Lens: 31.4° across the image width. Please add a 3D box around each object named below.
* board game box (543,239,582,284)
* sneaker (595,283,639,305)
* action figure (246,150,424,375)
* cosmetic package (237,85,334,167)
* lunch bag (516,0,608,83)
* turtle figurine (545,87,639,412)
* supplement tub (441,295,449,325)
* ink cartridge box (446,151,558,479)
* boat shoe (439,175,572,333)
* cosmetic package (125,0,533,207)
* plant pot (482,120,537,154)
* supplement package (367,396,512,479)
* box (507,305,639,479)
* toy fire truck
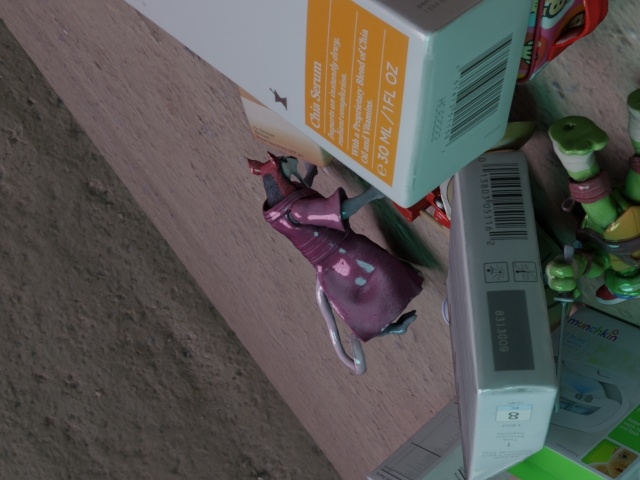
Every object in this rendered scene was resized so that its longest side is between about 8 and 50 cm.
[{"bbox_3d":[0.321,0.010,1.407,0.020,0.090,0.090,50,161,11],"label":"board game box"},{"bbox_3d":[0.373,0.043,1.421,0.067,0.042,0.118,50,154,-9],"label":"sneaker"},{"bbox_3d":[0.000,0.000,1.894,0.370,0.276,0.248,42,170,-17],"label":"action figure"},{"bbox_3d":[-0.038,-0.265,1.639,0.153,0.129,0.296,25,150,31],"label":"cosmetic package"},{"bbox_3d":[0.180,-0.298,1.120,0.258,0.120,0.293,43,159,22],"label":"lunch bag"},{"bbox_3d":[0.340,-0.002,1.192,0.197,0.275,0.266,-1,129,24],"label":"turtle figurine"},{"bbox_3d":[0.243,0.107,1.797,0.071,0.071,0.107,54,162,-6],"label":"supplement tub"},{"bbox_3d":[0.209,0.130,1.367,0.385,0.091,0.308,81,-174,-55],"label":"ink cartridge box"},{"bbox_3d":[0.253,0.002,1.551,0.302,0.113,0.103,60,180,-29],"label":"boat shoe"},{"bbox_3d":[-0.016,-0.264,1.161,0.453,0.161,0.230,38,148,27],"label":"cosmetic package"},{"bbox_3d":[0.146,-0.114,1.381,0.236,0.236,0.032,176,87,-68],"label":"plant pot"},{"bbox_3d":[0.236,0.432,2.142,0.134,0.244,0.139,59,161,-20],"label":"supplement package"},{"bbox_3d":[0.375,0.233,1.473,0.262,0.231,0.127,25,147,53],"label":"box"},{"bbox_3d":[0.196,-0.029,1.693,0.192,0.047,0.135,45,161,15],"label":"toy fire truck"}]
